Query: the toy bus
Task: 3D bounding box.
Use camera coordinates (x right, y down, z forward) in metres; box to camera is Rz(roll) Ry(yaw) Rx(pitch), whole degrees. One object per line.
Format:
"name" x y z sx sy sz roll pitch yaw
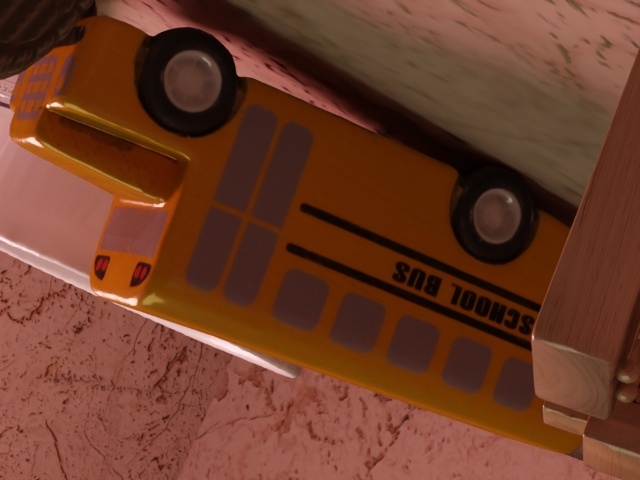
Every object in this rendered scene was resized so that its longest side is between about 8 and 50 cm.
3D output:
"toy bus" 0.000 0.000 0.722 0.333 0.130 0.108 22 174 -26

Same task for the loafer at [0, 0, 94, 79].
"loafer" -0.129 -0.140 0.331 0.092 0.102 0.268 32 165 30

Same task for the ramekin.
"ramekin" -0.116 -0.016 1.009 0.277 0.135 0.277 23 172 3

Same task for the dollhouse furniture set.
"dollhouse furniture set" 0.155 0.020 0.476 0.123 0.144 0.151 17 156 18

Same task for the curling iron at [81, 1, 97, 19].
"curling iron" -0.144 -0.123 0.720 0.068 0.035 0.274 26 173 -14

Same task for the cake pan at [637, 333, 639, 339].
"cake pan" 0.253 0.115 1.095 0.293 0.054 0.293 24 173 3

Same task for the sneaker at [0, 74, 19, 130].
"sneaker" -0.219 -0.058 1.203 0.094 0.091 0.258 20 172 31
